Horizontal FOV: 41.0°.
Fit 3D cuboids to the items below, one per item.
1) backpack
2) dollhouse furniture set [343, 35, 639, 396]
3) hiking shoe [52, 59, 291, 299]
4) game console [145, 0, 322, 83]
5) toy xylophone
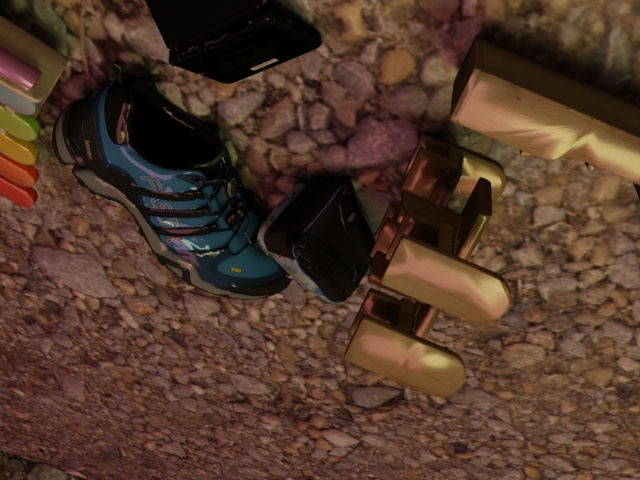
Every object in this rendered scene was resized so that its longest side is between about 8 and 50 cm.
[{"bbox_3d":[0.000,0.000,0.882,0.084,0.105,0.114,19,154,44],"label":"backpack"},{"bbox_3d":[0.147,-0.014,0.696,0.161,0.212,0.242,23,119,-1],"label":"dollhouse furniture set"},{"bbox_3d":[-0.127,-0.042,0.873,0.304,0.113,0.132,39,142,-26],"label":"hiking shoe"},{"bbox_3d":[-0.076,-0.194,0.728,0.122,0.071,0.107,-12,164,39],"label":"game console"},{"bbox_3d":[-0.375,-0.152,0.856,0.236,0.081,0.323,28,151,-11],"label":"toy xylophone"}]
